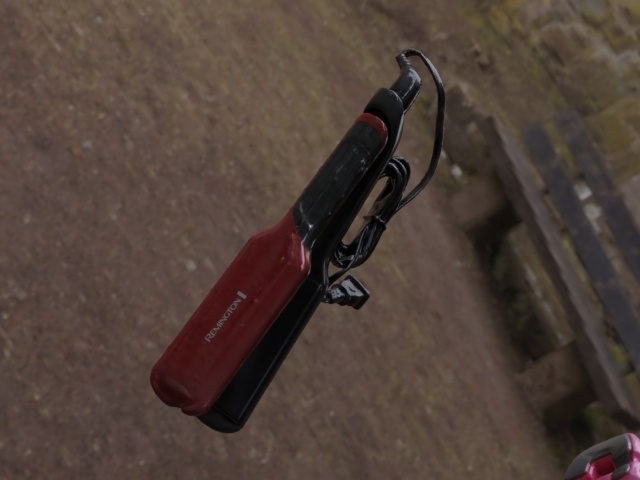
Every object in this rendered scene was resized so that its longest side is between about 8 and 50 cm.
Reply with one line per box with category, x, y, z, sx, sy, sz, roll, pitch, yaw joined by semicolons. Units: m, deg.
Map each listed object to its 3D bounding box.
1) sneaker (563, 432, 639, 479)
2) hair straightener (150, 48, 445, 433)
sneaker;0.121;0.131;0.460;0.057;0.047;0.119;47;38;-18
hair straightener;0.000;0.000;0.636;0.047;0.230;0.089;25;-13;29
